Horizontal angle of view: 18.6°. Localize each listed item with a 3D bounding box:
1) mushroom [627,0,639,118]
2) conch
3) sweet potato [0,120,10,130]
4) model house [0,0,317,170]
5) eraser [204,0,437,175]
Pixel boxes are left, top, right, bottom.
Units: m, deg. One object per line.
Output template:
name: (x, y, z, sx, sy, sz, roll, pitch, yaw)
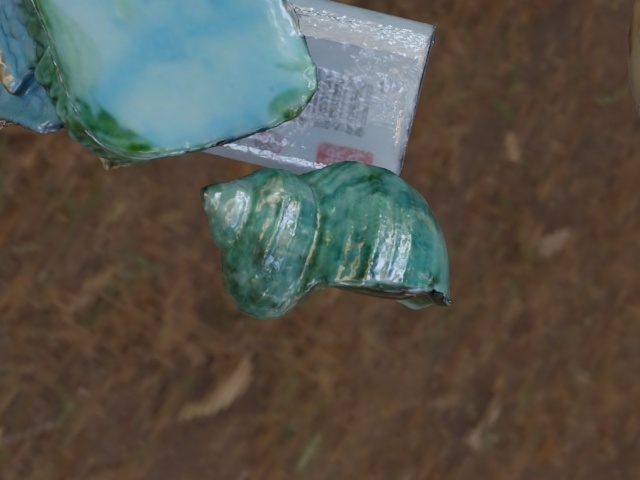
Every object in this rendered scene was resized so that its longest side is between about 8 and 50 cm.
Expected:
mushroom: (0.327, -0.129, 1.340, 0.215, 0.207, 0.207, -5, 119, -20)
conch: (-0.003, -0.002, 1.661, 0.202, 0.196, 0.134, -2, 86, -18)
sweet potato: (-0.318, -0.090, 1.689, 0.115, 0.026, 0.026, -12, 127, -8)
model house: (-0.186, -0.145, 1.682, 0.261, 0.241, 0.226, -18, 83, -41)
eraser: (-0.017, -0.150, 1.876, 0.081, 0.227, 0.174, -48, 152, -80)
